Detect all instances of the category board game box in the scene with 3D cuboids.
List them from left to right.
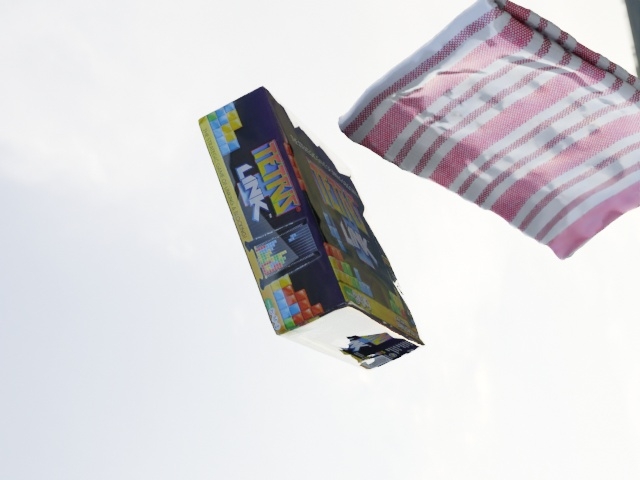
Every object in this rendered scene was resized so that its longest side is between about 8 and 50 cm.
[{"bbox_3d":[0.000,0.000,0.672,0.141,0.048,0.170,69,-167,19],"label":"board game box"}]

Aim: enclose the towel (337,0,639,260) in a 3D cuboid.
[{"bbox_3d":[0.128,-0.061,0.661,0.197,0.144,0.029,25,-129,-24],"label":"towel"}]
